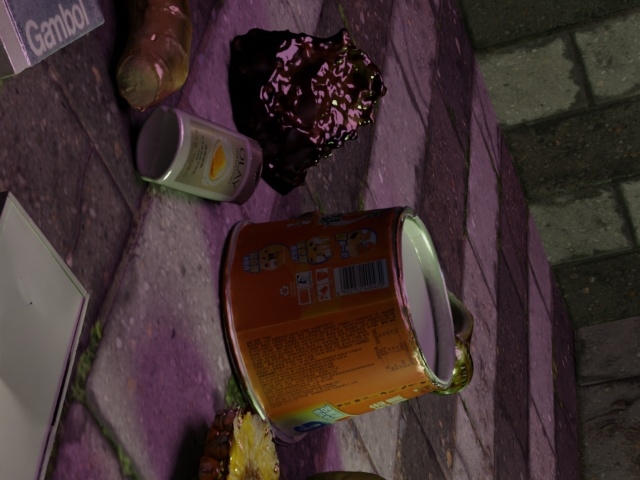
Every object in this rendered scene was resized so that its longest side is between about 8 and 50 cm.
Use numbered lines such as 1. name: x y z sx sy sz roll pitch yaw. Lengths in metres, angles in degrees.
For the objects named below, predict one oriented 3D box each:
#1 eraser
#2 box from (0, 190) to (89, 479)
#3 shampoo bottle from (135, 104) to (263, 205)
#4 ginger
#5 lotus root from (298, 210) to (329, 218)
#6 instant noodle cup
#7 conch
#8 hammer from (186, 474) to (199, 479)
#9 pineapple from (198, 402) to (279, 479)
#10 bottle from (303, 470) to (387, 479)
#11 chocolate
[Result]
1. eraser: -0.268 -0.213 1.228 0.212 0.046 0.092 -62 135 -64
2. box: -0.257 0.093 0.983 0.225 0.086 0.129 -85 156 -43
3. shampoo bottle: -0.134 -0.093 1.514 0.227 0.056 0.086 17 89 -70
4. ginger: -0.182 -0.219 1.456 0.095 0.069 0.190 15 60 -34
5. lotus root: 0.000 0.000 1.842 0.152 0.072 0.063 -106 -154 -57
6. instant noodle cup: 0.033 0.093 1.641 0.296 0.214 0.296 -13 90 -73
7. conch: 0.177 0.169 2.181 0.187 0.124 0.181 57 22 18
8. hammer: -0.117 0.296 1.368 0.035 0.019 0.110 3 77 -71
9. pineapple: -0.085 0.275 1.395 0.221 0.047 0.221 -7 90 -76
10. bottle: 0.049 0.345 1.672 0.260 0.112 0.112 25 54 -67
11. chocolate: -0.004 -0.193 1.798 0.206 0.177 0.224 -67 138 -61
